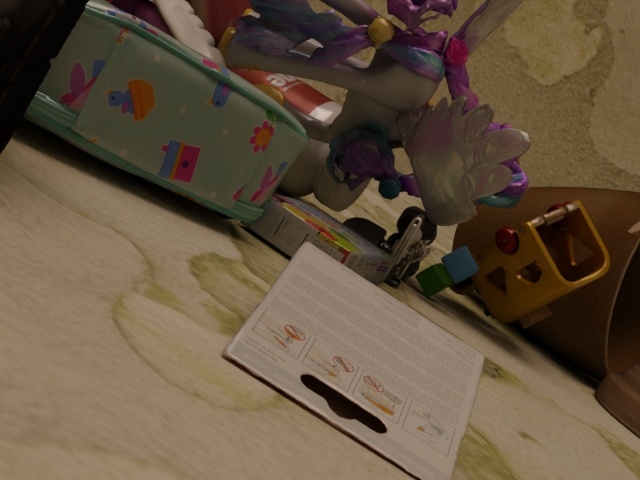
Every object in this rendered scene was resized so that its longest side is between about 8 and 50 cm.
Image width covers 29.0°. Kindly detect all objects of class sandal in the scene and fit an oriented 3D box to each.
[{"bbox_3d":[-0.218,-0.217,1.296,0.102,0.169,0.416,-7,28,-30],"label":"sandal"}]

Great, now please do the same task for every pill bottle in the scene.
[{"bbox_3d":[-0.042,-0.127,1.438,0.216,0.121,0.121,34,8,19],"label":"pill bottle"}]

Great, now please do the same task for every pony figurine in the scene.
[{"bbox_3d":[0.085,-0.162,1.225,0.363,0.303,0.351,24,-17,-3],"label":"pony figurine"}]

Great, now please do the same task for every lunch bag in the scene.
[{"bbox_3d":[-0.157,-0.122,1.004,0.279,0.108,0.224,27,4,-41],"label":"lunch bag"}]

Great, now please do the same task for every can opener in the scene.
[{"bbox_3d":[0.082,-0.006,1.334,0.093,0.074,0.280,32,7,7],"label":"can opener"}]

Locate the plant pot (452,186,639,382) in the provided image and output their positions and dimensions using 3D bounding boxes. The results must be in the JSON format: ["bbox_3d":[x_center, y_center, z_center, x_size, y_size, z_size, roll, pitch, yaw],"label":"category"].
[{"bbox_3d":[0.298,0.029,1.512,0.254,0.237,0.237,22,0,37],"label":"plant pot"}]

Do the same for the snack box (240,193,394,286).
[{"bbox_3d":[0.000,0.000,1.107,0.100,0.037,0.141,35,8,18],"label":"snack box"}]

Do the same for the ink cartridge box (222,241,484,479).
[{"bbox_3d":[0.021,0.081,0.741,0.145,0.045,0.179,33,26,2],"label":"ink cartridge box"}]

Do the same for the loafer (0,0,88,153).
[{"bbox_3d":[-0.218,-0.123,0.668,0.130,0.134,0.366,31,8,-6],"label":"loafer"}]

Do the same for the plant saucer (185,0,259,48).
[{"bbox_3d":[-0.206,-0.341,1.431,0.332,0.084,0.332,31,-28,18],"label":"plant saucer"}]

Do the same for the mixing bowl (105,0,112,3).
[{"bbox_3d":[-0.302,-0.235,1.181,0.181,0.098,0.181,31,7,-4],"label":"mixing bowl"}]

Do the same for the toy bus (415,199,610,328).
[{"bbox_3d":[0.216,0.040,1.346,0.104,0.191,0.202,63,9,8],"label":"toy bus"}]

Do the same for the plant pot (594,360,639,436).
[{"bbox_3d":[0.422,0.186,1.326,0.237,0.110,0.237,30,7,-4],"label":"plant pot"}]
